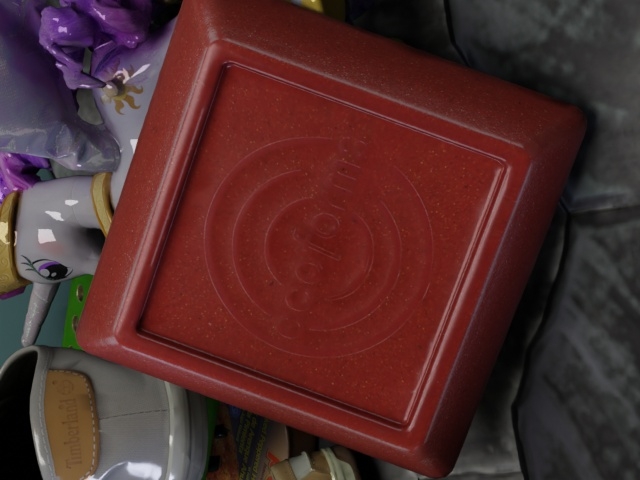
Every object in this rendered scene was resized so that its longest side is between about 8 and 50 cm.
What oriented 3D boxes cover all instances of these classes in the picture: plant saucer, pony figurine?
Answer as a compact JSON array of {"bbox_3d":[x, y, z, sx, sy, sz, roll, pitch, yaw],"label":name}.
[{"bbox_3d":[0.000,0.000,1.190,0.259,0.048,0.258,20,105,2],"label":"plant saucer"},{"bbox_3d":[-0.125,-0.099,1.320,0.363,0.303,0.351,-5,105,30],"label":"pony figurine"}]

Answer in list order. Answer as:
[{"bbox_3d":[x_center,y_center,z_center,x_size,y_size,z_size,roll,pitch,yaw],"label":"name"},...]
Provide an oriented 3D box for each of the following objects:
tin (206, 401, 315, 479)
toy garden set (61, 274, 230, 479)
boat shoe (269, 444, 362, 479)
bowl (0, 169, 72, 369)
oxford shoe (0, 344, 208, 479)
[{"bbox_3d":[-0.057,0.179,1.435,0.106,0.040,0.190,35,120,42],"label":"tin"},{"bbox_3d":[-0.134,0.146,1.466,0.244,0.049,0.204,40,125,54],"label":"toy garden set"},{"bbox_3d":[0.005,0.241,1.344,0.068,0.072,0.190,128,130,-71],"label":"boat shoe"},{"bbox_3d":[-0.360,0.038,1.634,0.311,0.163,0.312,9,103,46],"label":"bowl"},{"bbox_3d":[-0.226,0.173,1.451,0.449,0.130,0.169,-34,62,57],"label":"oxford shoe"}]
